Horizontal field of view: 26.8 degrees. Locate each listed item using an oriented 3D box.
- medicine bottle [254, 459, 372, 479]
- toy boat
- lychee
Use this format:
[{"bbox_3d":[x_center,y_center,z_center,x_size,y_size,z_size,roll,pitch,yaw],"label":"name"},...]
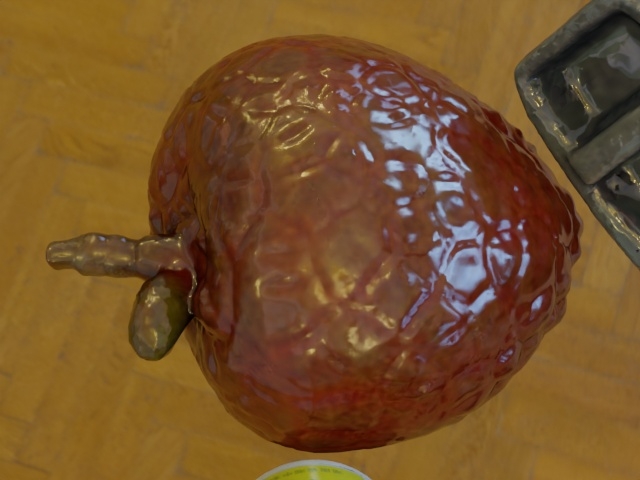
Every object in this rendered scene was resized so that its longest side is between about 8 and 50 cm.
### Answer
[{"bbox_3d":[0.004,0.256,0.901,0.143,0.258,0.143,-1,103,-6],"label":"medicine bottle"},{"bbox_3d":[0.235,-0.022,0.761,0.283,0.127,0.078,49,38,-3],"label":"toy boat"},{"bbox_3d":[0.000,0.000,0.779,0.300,0.255,0.255,1,63,-27],"label":"lychee"}]
